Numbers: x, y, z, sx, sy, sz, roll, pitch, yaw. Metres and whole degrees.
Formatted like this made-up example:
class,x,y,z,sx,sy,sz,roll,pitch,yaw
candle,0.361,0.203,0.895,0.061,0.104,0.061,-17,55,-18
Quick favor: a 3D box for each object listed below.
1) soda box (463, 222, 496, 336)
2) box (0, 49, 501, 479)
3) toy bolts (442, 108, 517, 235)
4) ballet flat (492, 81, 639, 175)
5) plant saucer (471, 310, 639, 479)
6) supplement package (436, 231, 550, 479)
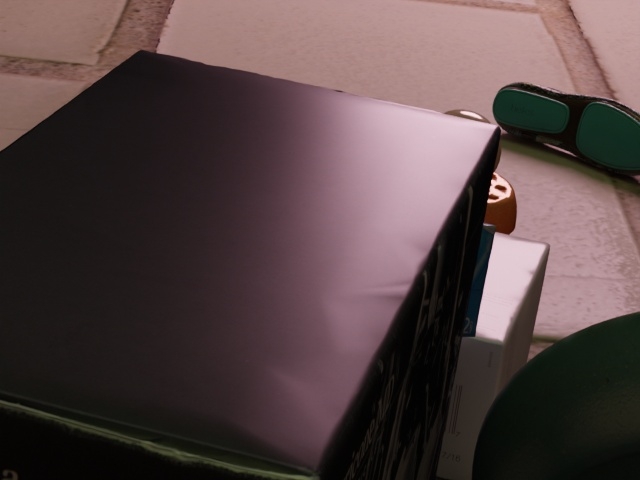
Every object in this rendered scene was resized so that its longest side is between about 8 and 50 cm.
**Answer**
class,x,y,z,sx,sy,sz,roll,pitch,yaw
soda box,0.000,0.000,1.009,0.071,0.067,0.210,3,9,-43
box,-0.062,0.127,0.680,0.179,0.312,0.343,12,24,10
toy bolts,0.024,-0.048,1.315,0.228,0.158,0.218,3,23,-11
ballet flat,0.259,-0.112,1.669,0.188,0.070,0.070,26,29,30
plant saucer,0.202,0.162,0.714,0.317,0.317,0.044,17,45,21
supplement package,0.080,0.067,1.130,0.105,0.105,0.179,12,24,13
